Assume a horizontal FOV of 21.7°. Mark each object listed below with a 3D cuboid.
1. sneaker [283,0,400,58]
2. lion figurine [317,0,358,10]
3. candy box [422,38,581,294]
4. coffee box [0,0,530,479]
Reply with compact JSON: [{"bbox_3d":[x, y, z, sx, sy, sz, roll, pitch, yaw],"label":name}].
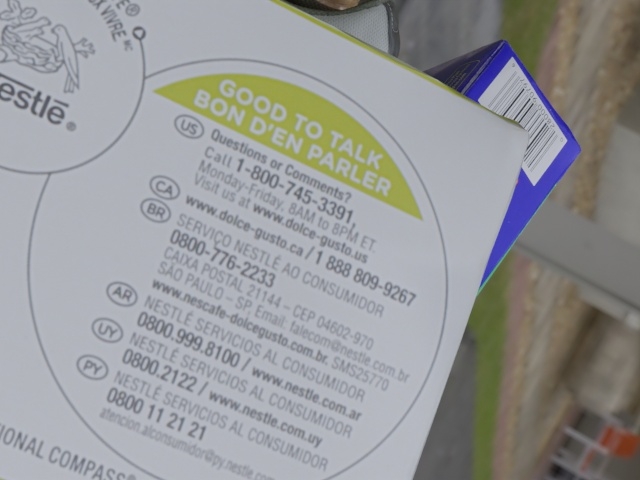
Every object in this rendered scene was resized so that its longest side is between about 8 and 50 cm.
[{"bbox_3d":[-0.082,-0.125,0.870,0.100,0.272,0.108,-37,148,-71],"label":"sneaker"},{"bbox_3d":[-0.123,-0.235,1.350,0.142,0.240,0.392,-47,-166,-26],"label":"lion figurine"},{"bbox_3d":[0.000,0.000,1.283,0.317,0.122,0.268,-15,-153,47],"label":"candy box"},{"bbox_3d":[-0.182,0.060,0.605,0.337,0.338,0.334,-19,-132,69],"label":"coffee box"}]
